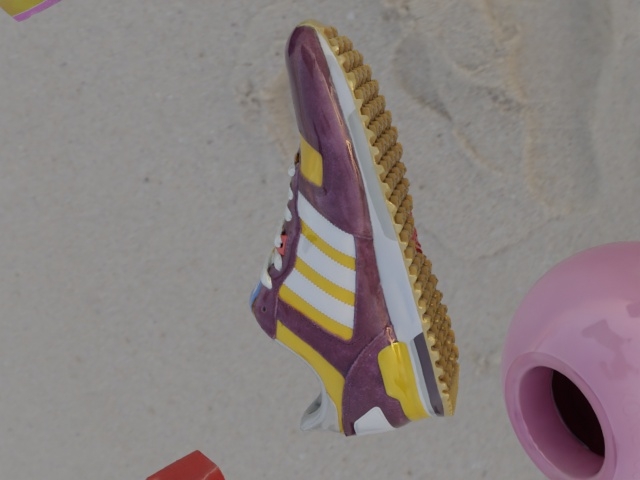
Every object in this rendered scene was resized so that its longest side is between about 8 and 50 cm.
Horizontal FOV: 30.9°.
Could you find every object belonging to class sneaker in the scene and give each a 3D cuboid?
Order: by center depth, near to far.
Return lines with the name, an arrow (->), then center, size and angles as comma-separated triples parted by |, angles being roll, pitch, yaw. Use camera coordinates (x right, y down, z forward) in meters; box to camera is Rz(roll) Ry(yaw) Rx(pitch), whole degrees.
sneaker -> 0.000, 0.000, 0.504 | 0.084, 0.069, 0.185 | -14, 99, 14

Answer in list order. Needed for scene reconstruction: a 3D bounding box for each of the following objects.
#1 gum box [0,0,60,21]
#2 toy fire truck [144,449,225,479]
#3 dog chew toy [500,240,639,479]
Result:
gum box -> -0.127, -0.200, 0.600 | 0.188, 0.062, 0.107 | -23, 141, 19
toy fire truck -> -0.110, 0.228, 0.695 | 0.135, 0.192, 0.047 | 34, 153, 44
dog chew toy -> 0.300, 0.075, 0.889 | 0.206, 0.332, 0.206 | 37, 139, 42
